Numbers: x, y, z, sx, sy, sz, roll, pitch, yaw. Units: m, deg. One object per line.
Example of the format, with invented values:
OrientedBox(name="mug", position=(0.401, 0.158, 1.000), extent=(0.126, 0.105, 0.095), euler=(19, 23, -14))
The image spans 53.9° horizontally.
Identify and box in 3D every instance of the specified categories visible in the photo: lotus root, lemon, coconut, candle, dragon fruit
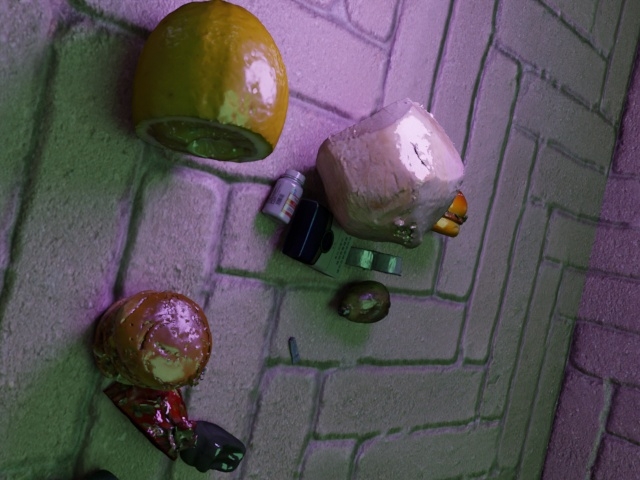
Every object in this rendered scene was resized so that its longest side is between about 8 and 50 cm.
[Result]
OrientedBox(name="lotus root", position=(0.135, 0.197, 1.984), extent=(0.214, 0.138, 0.139), euler=(-3, 101, -40))
OrientedBox(name="lemon", position=(-0.232, -0.352, 1.378), extent=(0.364, 0.364, 0.364), euler=(-11, 107, -41))
OrientedBox(name="coconut", position=(0.199, -0.155, 1.735), extent=(0.404, 0.404, 0.405), euler=(-11, 107, -41))
OrientedBox(name="candle", position=(0.160, 0.064, 1.971), extent=(0.168, 0.192, 0.068), euler=(33, 70, -88))
OrientedBox(name="dragon fruit", position=(-0.366, 0.434, 1.519), extent=(0.134, 0.211, 0.262), euler=(-42, 131, -20))

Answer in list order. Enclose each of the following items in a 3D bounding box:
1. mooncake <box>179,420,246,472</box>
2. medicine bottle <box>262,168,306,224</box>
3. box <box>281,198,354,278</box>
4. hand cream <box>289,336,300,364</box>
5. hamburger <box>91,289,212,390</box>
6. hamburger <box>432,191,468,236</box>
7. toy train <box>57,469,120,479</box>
OrientedBox(name="mooncake", position=(-0.280, 0.547, 1.645), extent=(0.175, 0.168, 0.104), euler=(30, 79, -27))
OrientedBox(name="medicine bottle", position=(-0.096, -0.121, 1.726), extent=(0.079, 0.079, 0.140), euler=(36, 74, -42))
OrientedBox(name="box", position=(0.000, 0.000, 1.811), extent=(0.259, 0.071, 0.168), euler=(30, 78, -59))
OrientedBox(name="hand cream", position=(-0.078, 0.329, 1.886), extent=(0.030, 0.019, 0.093), euler=(-29, 120, -34))
OrientedBox(name="hamburger", position=(-0.369, 0.231, 1.437), extent=(0.261, 0.211, 0.245), euler=(52, 54, -10))
OrientedBox(name="hamburger", position=(0.367, -0.118, 2.054), extent=(0.246, 0.246, 0.170), euler=(13, 99, -44))
OrientedBox(name="toy train", position=(-0.599, 0.687, 1.378), extent=(0.442, 0.179, 0.273), euler=(-19, 104, -39))
